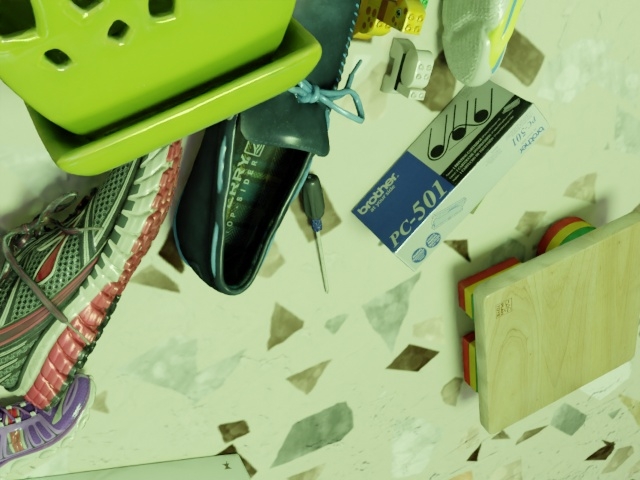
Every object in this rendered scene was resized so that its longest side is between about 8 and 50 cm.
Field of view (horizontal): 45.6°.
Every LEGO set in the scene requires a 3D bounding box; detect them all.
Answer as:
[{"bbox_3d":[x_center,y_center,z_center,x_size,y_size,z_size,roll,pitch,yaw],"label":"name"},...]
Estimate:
[{"bbox_3d":[0.087,-0.230,0.691,0.087,0.093,0.227,-2,120,-29],"label":"LEGO set"}]

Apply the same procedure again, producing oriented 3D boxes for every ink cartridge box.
[{"bbox_3d":[0.136,-0.075,0.816,0.207,0.097,0.046,-48,131,6],"label":"ink cartridge box"}]

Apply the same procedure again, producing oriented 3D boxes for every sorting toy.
[{"bbox_3d":[0.305,0.098,1.029,0.256,0.089,0.257,-23,128,-15],"label":"sorting toy"}]

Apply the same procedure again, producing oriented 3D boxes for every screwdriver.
[{"bbox_3d":[0.000,0.000,0.835,0.024,0.025,0.169,-22,127,-16],"label":"screwdriver"}]

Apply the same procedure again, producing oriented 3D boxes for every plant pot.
[{"bbox_3d":[-0.138,-0.188,0.512,0.227,0.228,0.207,-28,137,-12],"label":"plant pot"}]

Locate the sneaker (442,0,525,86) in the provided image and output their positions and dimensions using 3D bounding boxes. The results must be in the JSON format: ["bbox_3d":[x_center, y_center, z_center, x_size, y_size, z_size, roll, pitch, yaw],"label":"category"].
[{"bbox_3d":[0.197,-0.267,0.732,0.126,0.091,0.240,-9,122,-26],"label":"sneaker"}]

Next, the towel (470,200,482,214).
[{"bbox_3d":[0.167,-0.067,0.897,0.083,0.009,0.060,20,107,-38],"label":"towel"}]

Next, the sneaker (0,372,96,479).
[{"bbox_3d":[-0.302,0.185,0.756,0.170,0.068,0.071,-33,124,-6],"label":"sneaker"}]

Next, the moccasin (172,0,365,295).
[{"bbox_3d":[-0.030,-0.104,0.690,0.138,0.117,0.341,4,117,-31],"label":"moccasin"}]

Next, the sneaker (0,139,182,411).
[{"bbox_3d":[-0.213,0.005,0.664,0.112,0.121,0.299,30,95,-8],"label":"sneaker"}]

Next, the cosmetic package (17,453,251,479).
[{"bbox_3d":[-0.283,0.405,0.890,0.377,0.097,0.284,1,116,-30],"label":"cosmetic package"}]
